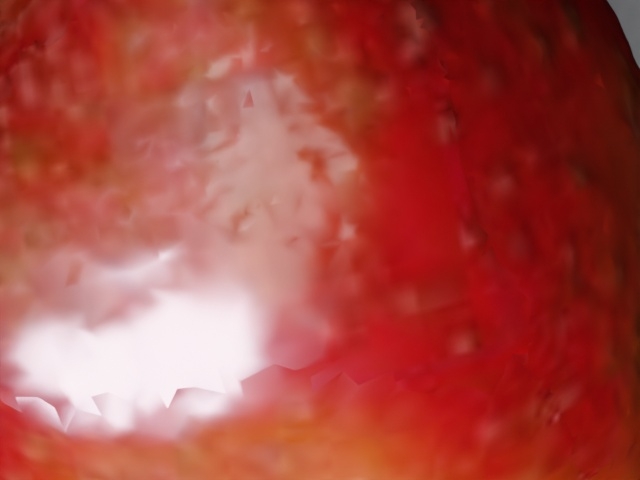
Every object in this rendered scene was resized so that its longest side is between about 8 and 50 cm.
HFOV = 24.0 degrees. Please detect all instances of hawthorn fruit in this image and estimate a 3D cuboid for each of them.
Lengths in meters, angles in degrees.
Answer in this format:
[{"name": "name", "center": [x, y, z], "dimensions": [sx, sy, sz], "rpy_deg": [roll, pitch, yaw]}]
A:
[{"name": "hawthorn fruit", "center": [0.000, 0.000, 0.501], "dimensions": [0.307, 0.265, 0.265], "rpy_deg": [38, 103, -12]}]
